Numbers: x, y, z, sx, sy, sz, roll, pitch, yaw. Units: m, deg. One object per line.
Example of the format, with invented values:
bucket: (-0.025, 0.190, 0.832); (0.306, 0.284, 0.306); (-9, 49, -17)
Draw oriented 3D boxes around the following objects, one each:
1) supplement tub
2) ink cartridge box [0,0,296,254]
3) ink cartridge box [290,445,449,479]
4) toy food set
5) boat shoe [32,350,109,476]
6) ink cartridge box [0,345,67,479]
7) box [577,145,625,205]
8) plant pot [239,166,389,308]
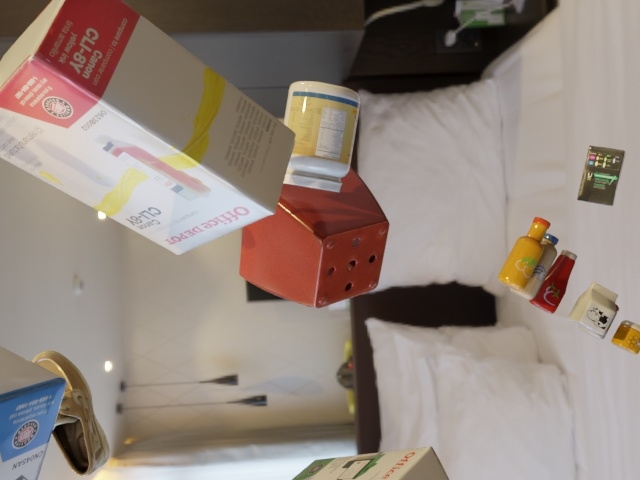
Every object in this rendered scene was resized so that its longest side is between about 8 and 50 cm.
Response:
supplement tub: (-0.005, -0.203, 1.346); (0.144, 0.144, 0.199); (-129, 49, -84)
ink cartridge box: (-0.270, -0.155, 1.000); (0.279, 0.385, 0.160); (-19, 48, 44)
ink cartridge box: (0.035, 0.335, 0.822); (0.219, 0.160, 0.092); (-26, 90, 44)
toy food set: (0.371, 0.063, 0.982); (0.104, 0.232, 0.111); (-62, 2, -1)
boat shoe: (-0.586, 0.396, 1.563); (0.098, 0.109, 0.302); (19, -134, -87)
ink cartridge box: (-0.508, 0.344, 0.821); (0.394, 0.166, 0.285); (-72, -17, 6)
box: (0.420, -0.096, 1.016); (0.062, 0.052, 0.083); (-6, -73, -66)
plant pot: (0.000, 0.000, 1.505); (0.236, 0.267, 0.267); (39, 132, 41)
